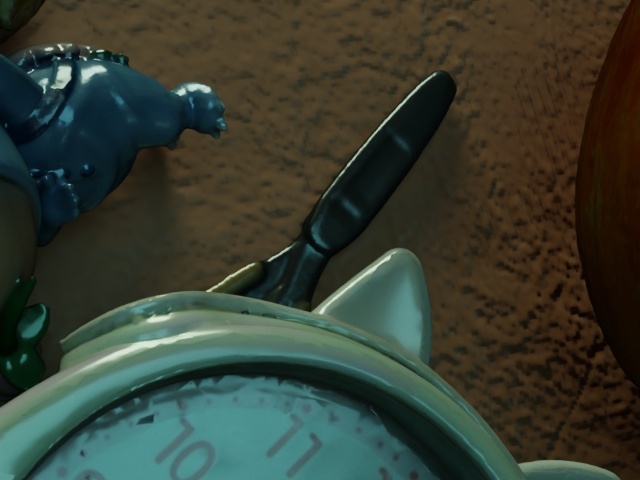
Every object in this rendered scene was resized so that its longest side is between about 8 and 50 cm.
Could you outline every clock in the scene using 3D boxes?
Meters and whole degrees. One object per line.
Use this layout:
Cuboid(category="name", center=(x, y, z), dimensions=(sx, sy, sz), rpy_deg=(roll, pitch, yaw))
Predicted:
Cuboid(category="clock", center=(-0.034, 0.157, 0.510), dimensions=(0.324, 0.108, 0.265), rpy_deg=(-42, 92, -22))

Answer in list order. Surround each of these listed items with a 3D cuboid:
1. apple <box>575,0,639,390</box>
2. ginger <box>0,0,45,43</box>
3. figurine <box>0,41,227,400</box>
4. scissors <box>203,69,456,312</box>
Cuboid(category="apple", center=(0.235, -0.007, 0.564), dimensions=(0.302, 0.301, 0.301), rpy_deg=(6, 71, -16))
Cuboid(category="ginger", center=(-0.205, -0.148, 0.582), dimensions=(0.204, 0.080, 0.104), rpy_deg=(27, 34, -9))
Cuboid(category="figurine", center=(-0.120, -0.016, 0.556), dimensions=(0.178, 0.114, 0.144), rpy_deg=(-18, 80, -31))
Cuboid(category="scissors", center=(0.000, 0.000, 0.632), dimensions=(0.088, 0.017, 0.220), rpy_deg=(40, 65, -3))
